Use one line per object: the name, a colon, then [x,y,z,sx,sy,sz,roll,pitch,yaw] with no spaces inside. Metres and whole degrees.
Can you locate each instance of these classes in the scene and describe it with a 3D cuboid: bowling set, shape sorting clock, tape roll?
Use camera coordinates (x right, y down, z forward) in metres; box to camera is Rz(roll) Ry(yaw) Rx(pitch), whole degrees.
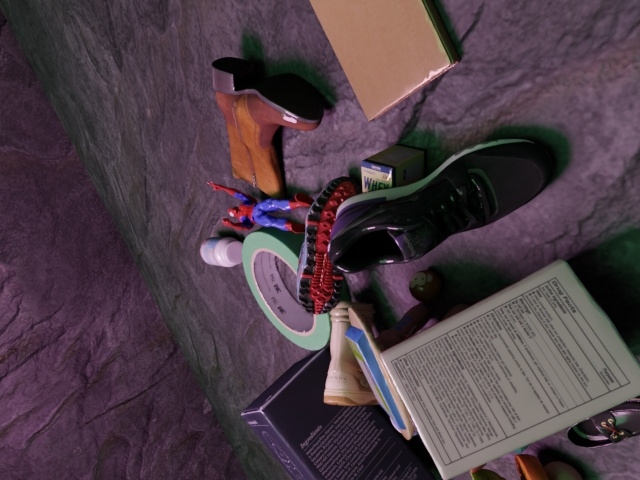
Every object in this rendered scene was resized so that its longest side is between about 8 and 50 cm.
bowling set: [0.161,0.166,0.678,0.287,0.154,0.200,-24,96,56]
shape sorting clock: [0.090,0.195,0.625,0.206,0.040,0.206,62,174,12]
tape roll: [-0.067,0.110,1.000,0.321,0.077,0.321,32,138,34]

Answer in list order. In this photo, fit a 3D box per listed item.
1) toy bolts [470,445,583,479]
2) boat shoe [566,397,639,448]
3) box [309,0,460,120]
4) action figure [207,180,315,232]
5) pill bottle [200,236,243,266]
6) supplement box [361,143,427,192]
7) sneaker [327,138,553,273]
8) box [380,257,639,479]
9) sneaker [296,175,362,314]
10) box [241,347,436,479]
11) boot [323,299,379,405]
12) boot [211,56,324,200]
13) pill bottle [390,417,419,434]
toy bolts: [0.306,0.316,0.672,0.218,0.158,0.228,-98,-14,-60]
boat shoe: [0.390,0.248,0.549,0.049,0.042,0.133,51,144,16]
box: [0.076,-0.288,0.557,0.164,0.021,0.201,-20,99,56]
action figure: [-0.152,-0.068,0.877,0.280,0.139,0.091,4,83,52]
pill bottle: [-0.283,0.033,1.210,0.160,0.087,0.087,1,116,52]
supplement box: [0.110,-0.088,0.611,0.056,0.083,0.083,25,133,41]
sneaker: [0.140,-0.023,0.507,0.283,0.124,0.107,-21,114,27]
box: [0.212,0.147,0.490,0.148,0.232,0.127,63,-170,19]
sneaker: [0.000,0.000,0.773,0.125,0.104,0.261,-124,48,-65]
box: [0.024,0.502,1.014,0.395,0.212,0.293,49,151,5]
boot: [0.087,0.233,0.863,0.095,0.262,0.203,-8,70,28]
boot: [-0.102,-0.183,0.811,0.264,0.096,0.280,26,141,22]
pill bottle: [0.191,0.330,0.833,0.078,0.078,0.137,38,140,29]
